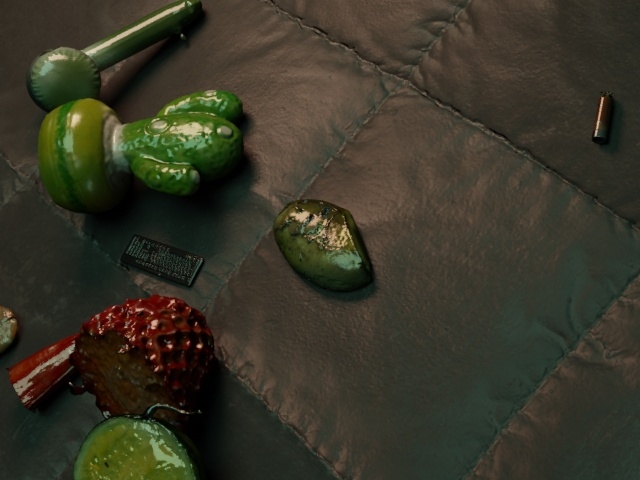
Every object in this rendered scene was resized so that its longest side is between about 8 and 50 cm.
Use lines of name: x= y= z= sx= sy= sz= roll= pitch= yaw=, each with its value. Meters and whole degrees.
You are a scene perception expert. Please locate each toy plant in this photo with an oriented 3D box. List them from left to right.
toy plant: x=-0.276 y=-0.146 z=2.061 sx=0.315 sy=0.184 sz=0.224 roll=-8 pitch=42 yaw=13

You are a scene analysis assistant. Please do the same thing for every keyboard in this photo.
keyboard: x=-0.252 y=0.031 z=2.040 sx=0.155 sy=0.010 sz=0.053 roll=17 pitch=74 yaw=34

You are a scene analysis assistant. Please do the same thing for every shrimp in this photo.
shrimp: x=-0.573 y=0.140 z=2.134 sx=0.184 sy=0.043 sz=0.091 roll=15 pitch=75 yaw=33

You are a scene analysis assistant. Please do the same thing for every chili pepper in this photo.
chili pepper: x=-0.399 y=0.188 z=2.004 sx=0.169 sy=0.065 sz=0.088 roll=-35 pitch=54 yaw=3

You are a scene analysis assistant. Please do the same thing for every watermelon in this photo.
watermelon: x=-0.234 y=0.337 z=1.780 sx=0.204 sy=0.127 sz=0.232 roll=2 pitch=86 yaw=27

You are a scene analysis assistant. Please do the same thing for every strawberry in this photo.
strawberry: x=-0.239 y=0.175 z=1.877 sx=0.234 sy=0.234 sz=0.178 roll=18 pitch=42 yaw=34

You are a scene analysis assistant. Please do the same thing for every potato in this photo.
potato: x=0.000 y=0.000 z=1.894 sx=0.119 sy=0.054 sz=0.198 roll=-37 pitch=53 yaw=2

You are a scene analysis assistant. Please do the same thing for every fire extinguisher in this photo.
fire extinguisher: x=0.392 y=-0.174 z=1.796 sx=0.028 sy=0.022 sz=0.083 roll=-22 pitch=49 yaw=55

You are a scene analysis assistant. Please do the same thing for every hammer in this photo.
hammer: x=-0.347 y=-0.324 z=2.221 sx=0.335 sy=0.119 sz=0.206 roll=-29 pitch=16 yaw=-10
